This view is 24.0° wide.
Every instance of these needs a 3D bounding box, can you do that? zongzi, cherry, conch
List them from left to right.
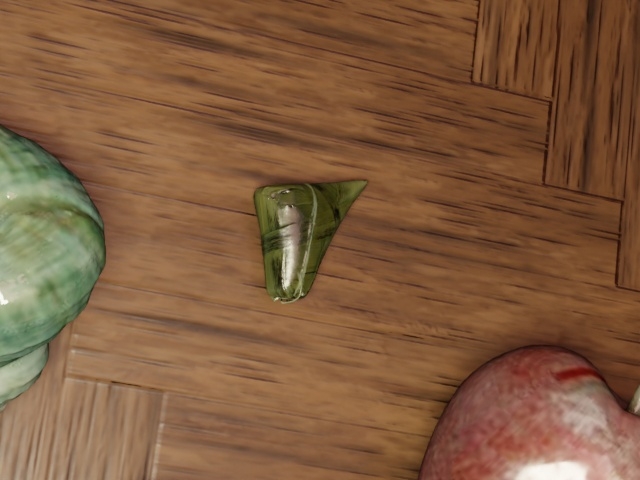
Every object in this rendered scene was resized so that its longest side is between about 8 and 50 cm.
[{"bbox_3d":[-0.275,0.015,1.169,0.220,0.195,0.277,-6,104,1],"label":"conch"},{"bbox_3d":[0.000,0.000,1.320,0.113,0.052,0.104,-4,88,-31],"label":"zongzi"},{"bbox_3d":[0.203,0.205,1.255,0.236,0.213,0.285,34,90,14],"label":"cherry"}]
